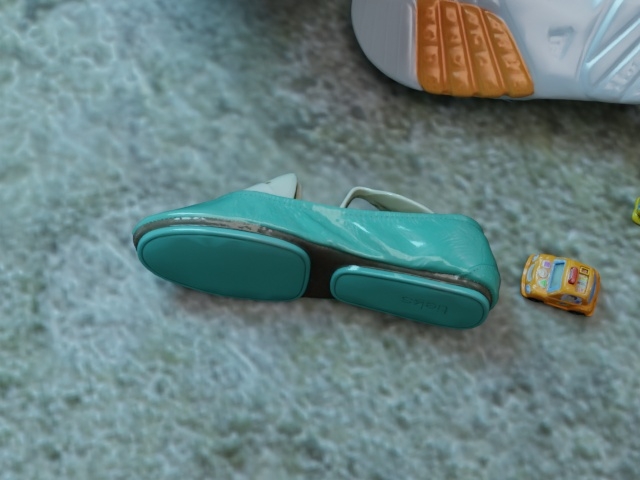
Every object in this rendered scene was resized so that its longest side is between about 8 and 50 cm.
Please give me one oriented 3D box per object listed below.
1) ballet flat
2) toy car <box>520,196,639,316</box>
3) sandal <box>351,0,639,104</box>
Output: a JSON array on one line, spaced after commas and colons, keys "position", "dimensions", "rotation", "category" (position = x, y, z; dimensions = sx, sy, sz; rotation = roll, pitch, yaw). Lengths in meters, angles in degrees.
[{"position": [0.000, 0.000, 0.653], "dimensions": [0.247, 0.083, 0.087], "rotation": [10, 51, -4], "category": "ballet flat"}, {"position": [0.195, -0.001, 0.684], "dimensions": [0.060, 0.040, 0.122], "rotation": [34, 76, 3], "category": "toy car"}, {"position": [0.153, -0.144, 0.695], "dimensions": [0.265, 0.076, 0.102], "rotation": [13, 97, 9], "category": "sandal"}]
